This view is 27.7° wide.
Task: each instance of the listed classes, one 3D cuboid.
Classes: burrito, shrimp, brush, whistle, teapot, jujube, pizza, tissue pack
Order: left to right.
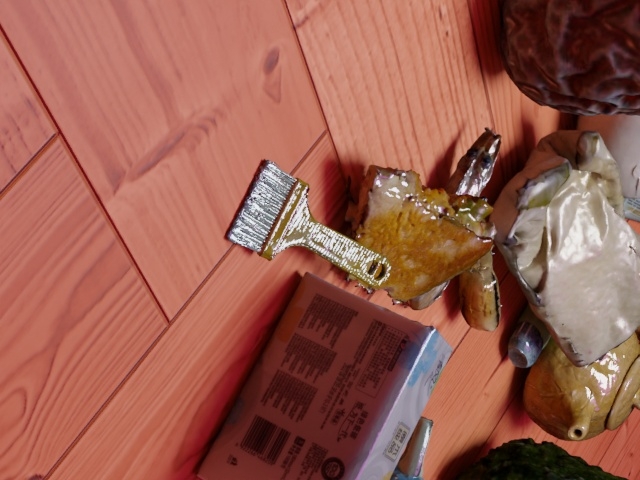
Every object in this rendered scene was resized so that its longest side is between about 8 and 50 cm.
[{"bbox_3d":[0.000,0.000,1.239,0.218,0.010,0.082,30,84,-45],"label":"brush"},{"bbox_3d":[0.016,0.176,1.278,0.229,0.159,0.145,-63,150,-9],"label":"tissue pack"},{"bbox_3d":[0.088,0.327,1.576,0.114,0.077,0.236,50,56,-89],"label":"whistle"},{"bbox_3d":[0.083,-0.012,1.350,0.226,0.069,0.147,21,122,-44],"label":"pizza"},{"bbox_3d":[0.156,-0.021,1.483,0.223,0.047,0.126,-65,158,8],"label":"shrimp"},{"bbox_3d":[0.319,-0.004,1.659,0.190,0.135,0.332,-37,130,2],"label":"burrito"},{"bbox_3d":[0.407,0.195,1.875,0.311,0.167,0.203,-36,144,-49],"label":"teapot"},{"bbox_3d":[0.344,-0.239,1.388,0.226,0.317,0.226,-14,108,-51],"label":"jujube"}]

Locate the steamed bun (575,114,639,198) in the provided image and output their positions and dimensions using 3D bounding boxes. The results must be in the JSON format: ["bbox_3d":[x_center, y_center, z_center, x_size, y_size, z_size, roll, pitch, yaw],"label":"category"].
[{"bbox_3d":[0.415,-0.163,1.714,0.228,0.130,0.177,-46,151,-38],"label":"steamed bun"}]

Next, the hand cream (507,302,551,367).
[{"bbox_3d":[0.310,0.097,1.802,0.175,0.046,0.095,-58,148,-29],"label":"hand cream"}]

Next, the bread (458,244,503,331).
[{"bbox_3d":[0.192,0.059,1.577,0.106,0.053,0.072,75,8,-48],"label":"bread"}]

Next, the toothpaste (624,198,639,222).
[{"bbox_3d":[0.513,-0.052,2.030,0.255,0.037,0.067,15,102,-56],"label":"toothpaste"}]

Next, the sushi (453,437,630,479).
[{"bbox_3d":[0.318,0.445,1.737,0.178,0.352,0.294,-9,117,-59],"label":"sushi"}]
